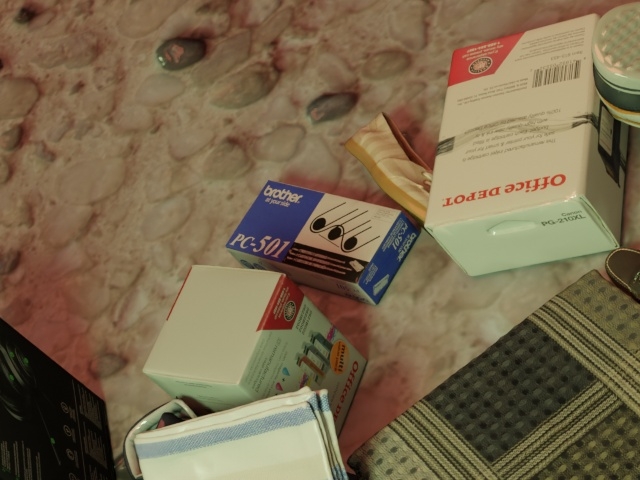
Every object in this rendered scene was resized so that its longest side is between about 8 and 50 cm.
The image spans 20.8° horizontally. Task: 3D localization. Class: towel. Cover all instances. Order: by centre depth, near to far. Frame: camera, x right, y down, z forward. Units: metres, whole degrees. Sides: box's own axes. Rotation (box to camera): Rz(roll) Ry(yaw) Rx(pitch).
[{"bbox_3d":[0.222,0.201,1.548,0.312,0.056,0.324,-37,41,-6],"label":"towel"},{"bbox_3d":[-0.055,0.288,1.591,0.209,0.034,0.285,-15,86,25],"label":"towel"}]

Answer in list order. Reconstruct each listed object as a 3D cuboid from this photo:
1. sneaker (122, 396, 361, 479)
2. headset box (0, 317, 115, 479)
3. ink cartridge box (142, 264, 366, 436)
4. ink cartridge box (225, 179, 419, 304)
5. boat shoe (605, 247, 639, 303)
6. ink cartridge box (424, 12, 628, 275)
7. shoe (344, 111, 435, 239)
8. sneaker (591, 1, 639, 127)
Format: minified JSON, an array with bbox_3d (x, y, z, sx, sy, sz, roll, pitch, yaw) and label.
[{"bbox_3d":[-0.070,0.231,1.681,0.282,0.153,0.099,6,61,40],"label":"sneaker"},{"bbox_3d":[-0.343,0.217,1.807,0.131,0.283,0.246,-30,44,14],"label":"headset box"},{"bbox_3d":[-0.061,0.126,1.746,0.127,0.176,0.128,4,60,36],"label":"ink cartridge box"},{"bbox_3d":[0.000,0.000,1.896,0.207,0.046,0.097,15,66,44],"label":"ink cartridge box"},{"bbox_3d":[0.319,0.038,1.617,0.056,0.049,0.152,-50,43,-8],"label":"boat shoe"},{"bbox_3d":[0.214,-0.095,1.768,0.172,0.100,0.237,-12,50,30],"label":"ink cartridge box"},{"bbox_3d":[0.093,-0.070,1.860,0.058,0.076,0.219,-45,40,5],"label":"shoe"},{"bbox_3d":[0.420,-0.156,1.657,0.321,0.127,0.126,7,65,13],"label":"sneaker"}]
